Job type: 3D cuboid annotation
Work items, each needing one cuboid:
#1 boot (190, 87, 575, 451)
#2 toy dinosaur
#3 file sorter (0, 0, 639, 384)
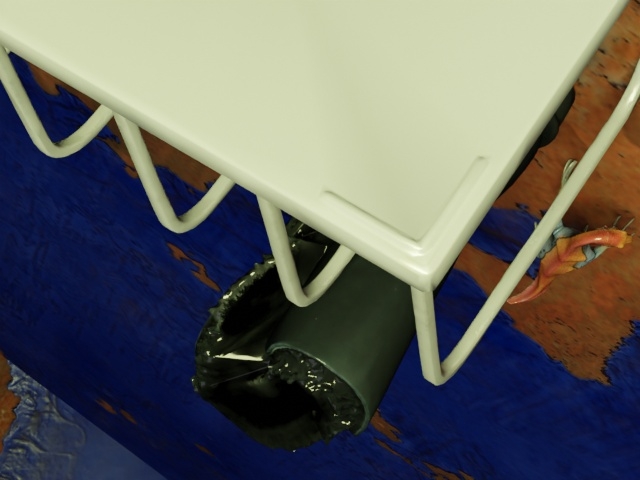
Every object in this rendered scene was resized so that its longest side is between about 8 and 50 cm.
[{"bbox_3d":[0.000,0.000,0.796,0.094,0.207,0.246,43,161,-18],"label":"boot"},{"bbox_3d":[0.132,0.007,0.807,0.047,0.090,0.082,20,-168,1],"label":"toy dinosaur"},{"bbox_3d":[-0.020,-0.099,0.630,0.277,0.193,0.173,31,163,16],"label":"file sorter"}]
